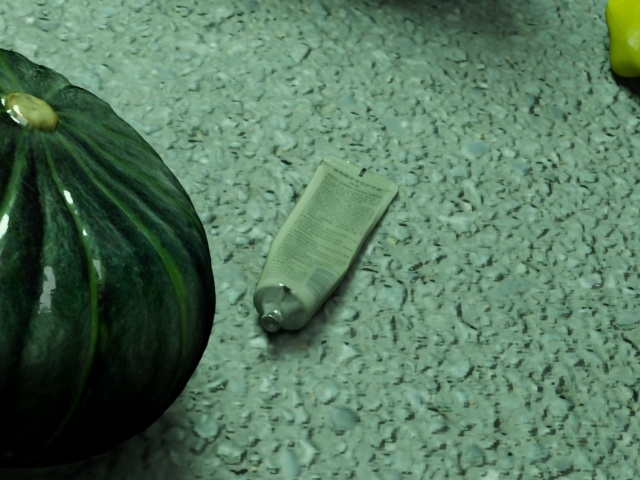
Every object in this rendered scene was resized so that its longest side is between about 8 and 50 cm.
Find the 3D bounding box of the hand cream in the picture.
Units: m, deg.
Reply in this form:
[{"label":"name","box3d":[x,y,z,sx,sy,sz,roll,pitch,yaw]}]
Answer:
[{"label":"hand cream","box3d":[0.000,0.000,0.730,0.057,0.037,0.165,25,43,6]}]

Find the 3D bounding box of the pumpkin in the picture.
[{"label":"pumpkin","box3d":[-0.177,0.017,0.561,0.250,0.216,0.250,14,18,-5]}]

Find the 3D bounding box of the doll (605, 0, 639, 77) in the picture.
[{"label":"doll","box3d":[0.282,-0.148,0.900,0.135,0.071,0.113,48,38,15]}]
